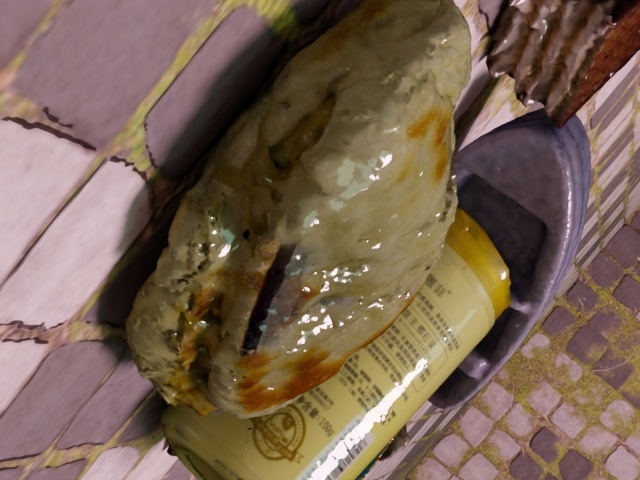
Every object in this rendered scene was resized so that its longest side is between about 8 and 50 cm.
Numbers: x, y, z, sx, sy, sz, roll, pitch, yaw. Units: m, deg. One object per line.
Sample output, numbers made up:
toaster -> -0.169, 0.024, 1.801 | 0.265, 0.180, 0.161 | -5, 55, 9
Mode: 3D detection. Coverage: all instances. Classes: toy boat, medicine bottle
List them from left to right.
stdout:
medicine bottle -> 0.018, 0.072, 0.745 | 0.239, 0.124, 0.124 | -45, 165, -19
toy boat -> 0.120, 0.010, 0.871 | 0.078, 0.127, 0.283 | -37, 159, -42

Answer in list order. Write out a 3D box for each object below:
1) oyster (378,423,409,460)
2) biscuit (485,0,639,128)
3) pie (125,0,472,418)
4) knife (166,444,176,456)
oyster -> 0.029, 0.177, 1.130 | 0.259, 0.092, 0.198 | -45, 171, 39
biscuit -> 0.206, -0.182, 0.747 | 0.252, 0.070, 0.106 | -42, 163, -25
pie -> 0.000, 0.000, 0.562 | 0.201, 0.090, 0.248 | -36, 157, -33
knife -> -0.022, 0.070, 0.814 | 0.222, 0.021, 0.045 | -39, 162, -21
